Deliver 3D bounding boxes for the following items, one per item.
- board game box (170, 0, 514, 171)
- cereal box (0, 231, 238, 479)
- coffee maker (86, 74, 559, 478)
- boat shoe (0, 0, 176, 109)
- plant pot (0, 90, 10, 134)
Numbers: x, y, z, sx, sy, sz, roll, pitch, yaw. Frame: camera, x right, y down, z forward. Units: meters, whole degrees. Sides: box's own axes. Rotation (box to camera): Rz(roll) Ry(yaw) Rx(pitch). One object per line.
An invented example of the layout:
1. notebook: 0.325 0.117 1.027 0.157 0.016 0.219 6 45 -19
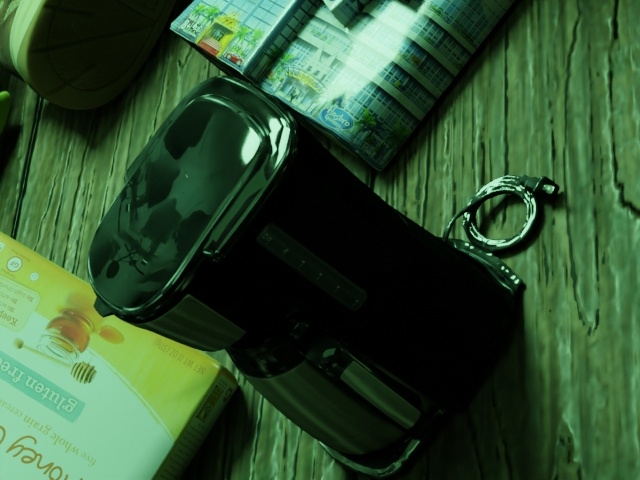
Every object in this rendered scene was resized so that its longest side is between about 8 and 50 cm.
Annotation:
1. board game box: 0.029 -0.160 1.067 0.194 0.060 0.194 -53 37 -1
2. cereal box: -0.179 0.132 0.987 0.173 0.047 0.240 28 80 18
3. coffee maker: 0.000 0.000 0.868 0.120 0.178 0.171 3 63 46
4. boat shoe: -0.120 -0.253 1.251 0.123 0.123 0.342 28 88 51
5. plant pot: -0.369 -0.111 1.266 0.227 0.207 0.228 -18 9 38
